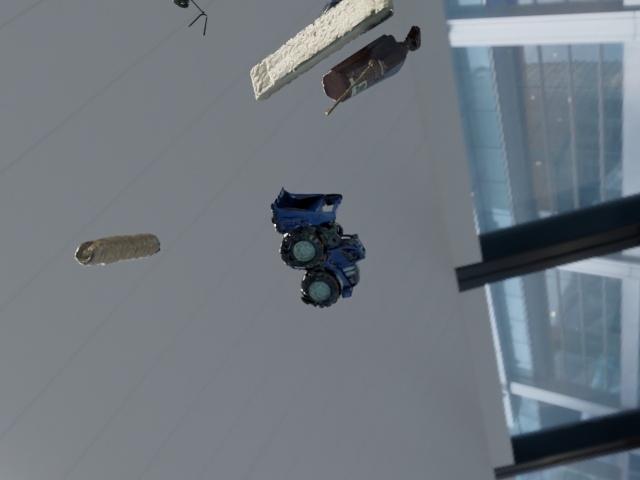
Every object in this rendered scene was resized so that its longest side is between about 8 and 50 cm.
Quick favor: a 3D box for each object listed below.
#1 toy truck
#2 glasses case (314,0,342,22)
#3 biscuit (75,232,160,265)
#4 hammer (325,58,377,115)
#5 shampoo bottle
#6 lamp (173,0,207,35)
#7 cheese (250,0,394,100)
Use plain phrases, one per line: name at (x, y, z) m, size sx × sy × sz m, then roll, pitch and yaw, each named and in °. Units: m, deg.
toy truck at (0.000, 0.000, 1.124) m, size 0.208 × 0.126 × 0.113 m, roll 62°, pitch -164°, yaw -17°
glasses case at (0.028, -0.447, 1.336) m, size 0.065 × 0.248 × 0.086 m, roll 35°, pitch -125°, yaw -9°
biscuit at (-0.400, 0.016, 1.321) m, size 0.219 × 0.061 × 0.055 m, roll -14°, pitch -93°, yaw -66°
hammer at (0.052, -0.259, 1.114) m, size 0.014 × 0.123 × 0.029 m, roll 37°, pitch -161°, yaw -21°
shampoo bottle at (0.102, -0.327, 1.200) m, size 0.236 × 0.067 × 0.068 m, roll -37°, pitch -11°, yaw -34°
lamp at (-0.256, -0.466, 1.303) m, size 0.121 × 0.041 × 0.054 m, roll 71°, pitch -146°, yaw -72°
cheese at (-0.010, -0.386, 1.278) m, size 0.034 × 0.400 × 0.085 m, roll 2°, pitch -105°, yaw -44°
